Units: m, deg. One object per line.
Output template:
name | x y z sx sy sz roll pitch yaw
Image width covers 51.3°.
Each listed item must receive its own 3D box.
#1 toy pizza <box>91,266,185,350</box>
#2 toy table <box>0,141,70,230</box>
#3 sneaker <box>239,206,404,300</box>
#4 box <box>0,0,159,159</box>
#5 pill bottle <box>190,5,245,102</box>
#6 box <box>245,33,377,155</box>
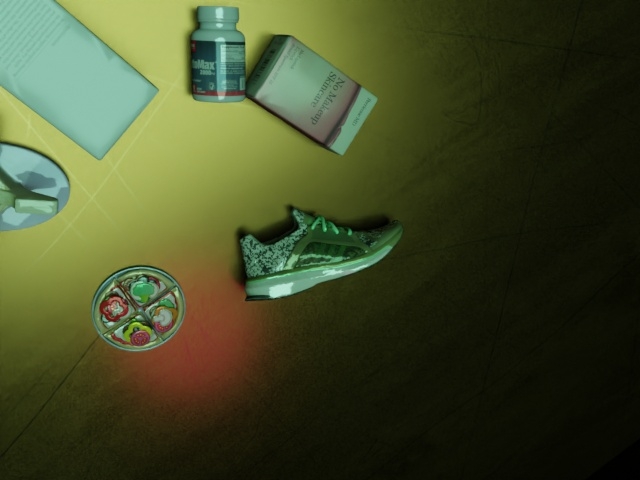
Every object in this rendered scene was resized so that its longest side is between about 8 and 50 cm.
toy pizza | -0.397 0.156 1.466 0.201 0.032 0.201 -6 109 -18
toy table | -0.615 -0.088 1.238 0.274 0.161 0.252 -9 110 -16
sneaker | 0.000 0.000 1.512 0.410 0.158 0.182 -20 95 -18
box | -0.482 -0.327 1.176 0.345 0.215 0.168 41 90 -26
pill bottle | -0.203 -0.369 1.325 0.108 0.108 0.180 -4 108 -19
box | -0.024 -0.304 1.400 0.232 0.127 0.148 29 95 -25
